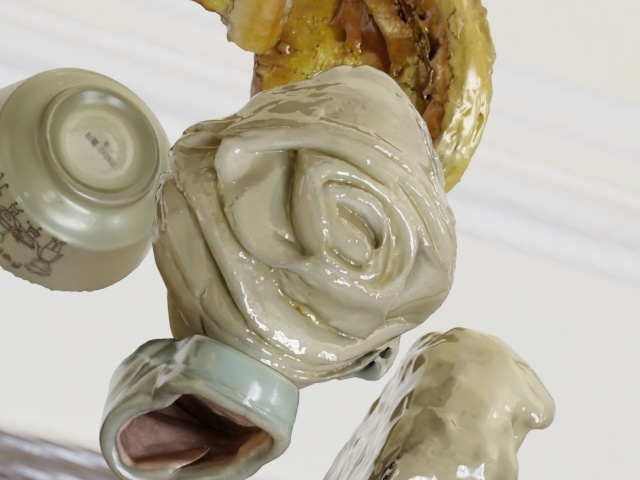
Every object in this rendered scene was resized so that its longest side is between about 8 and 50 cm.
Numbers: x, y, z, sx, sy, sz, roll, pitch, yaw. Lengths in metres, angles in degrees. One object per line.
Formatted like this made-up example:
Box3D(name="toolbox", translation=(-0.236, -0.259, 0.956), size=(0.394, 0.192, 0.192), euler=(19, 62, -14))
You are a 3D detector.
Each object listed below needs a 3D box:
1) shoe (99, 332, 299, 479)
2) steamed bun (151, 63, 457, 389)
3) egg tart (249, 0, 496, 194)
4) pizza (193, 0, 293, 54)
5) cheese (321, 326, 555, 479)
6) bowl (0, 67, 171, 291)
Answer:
Box3D(name="shoe", translation=(-0.087, 0.118, 1.156), size=(0.103, 0.100, 0.251), euler=(39, -18, -7))
Box3D(name="steamed bun", translation=(0.000, 0.002, 1.234), size=(0.218, 0.211, 0.144), euler=(-20, 12, -13))
Box3D(name="egg tart", translation=(0.057, -0.147, 1.650), size=(0.115, 0.290, 0.290), euler=(-3, 29, -44))
Box3D(name="pizza", translation=(-0.106, -0.277, 1.148), size=(0.223, 0.323, 0.089), euler=(19, 36, 38))
Box3D(name="cheese", translation=(0.057, 0.222, 1.386), size=(0.115, 0.318, 0.326), euler=(29, 34, -4))
Box3D(name="bowl", translation=(-0.218, -0.067, 1.660), size=(0.211, 0.211, 0.112), euler=(14, -25, -26))
